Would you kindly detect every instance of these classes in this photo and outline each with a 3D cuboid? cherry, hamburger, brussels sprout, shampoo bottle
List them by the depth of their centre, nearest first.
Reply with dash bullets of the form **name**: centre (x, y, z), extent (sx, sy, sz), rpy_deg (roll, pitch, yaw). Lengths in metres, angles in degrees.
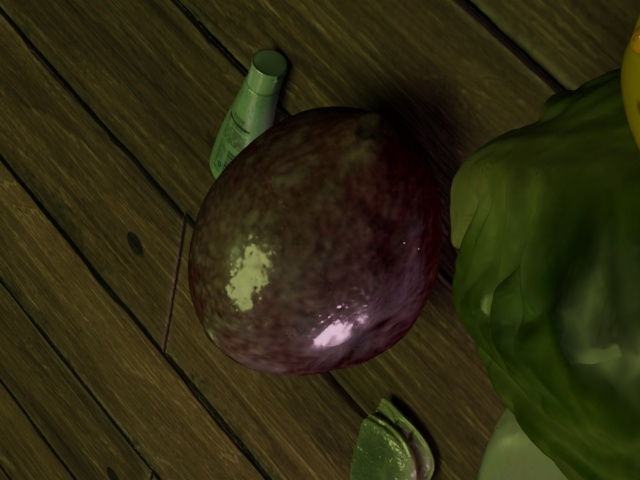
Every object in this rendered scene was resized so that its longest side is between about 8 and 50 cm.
- **brussels sprout**: centre (0.234, 0.028, 0.925), extent (0.354, 0.281, 0.289), rpy_deg (21, 138, 49)
- **cherry**: centre (0.000, 0.000, 1.305), extent (0.300, 0.230, 0.203), rpy_deg (-66, 34, 35)
- **shampoo bottle**: centre (-0.073, -0.121, 1.493), extent (0.069, 0.041, 0.191), rpy_deg (55, 149, 22)
- **hamburger**: centre (0.080, 0.232, 1.541), extent (0.084, 0.054, 0.121), rpy_deg (38, 135, 37)

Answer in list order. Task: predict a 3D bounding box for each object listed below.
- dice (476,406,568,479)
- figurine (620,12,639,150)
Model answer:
- **dice**: centre (0.245, 0.181, 1.108), extent (0.192, 0.193, 0.194), rpy_deg (37, 143, 27)
- **figurine**: centre (0.256, -0.160, 0.725), extent (0.187, 0.344, 0.215), rpy_deg (16, 154, -1)
